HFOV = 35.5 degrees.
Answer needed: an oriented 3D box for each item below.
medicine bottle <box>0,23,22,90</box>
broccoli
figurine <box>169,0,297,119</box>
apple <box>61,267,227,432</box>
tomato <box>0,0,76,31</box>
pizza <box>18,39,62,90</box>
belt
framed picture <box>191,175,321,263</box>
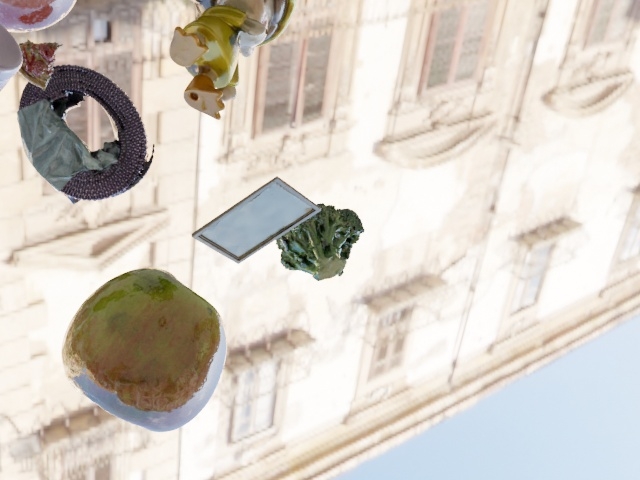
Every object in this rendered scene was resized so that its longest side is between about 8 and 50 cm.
[{"bbox_3d":[-0.562,-0.218,1.479,0.133,0.250,0.133,37,-152,-23],"label":"medicine bottle"},{"bbox_3d":[0.000,0.000,2.027,0.195,0.195,0.156,-4,-147,-18],"label":"broccoli"},{"bbox_3d":[-0.148,-0.366,1.621,0.187,0.215,0.343,14,-134,7],"label":"figurine"},{"bbox_3d":[-0.258,0.161,1.516,0.246,0.246,0.226,25,-101,22],"label":"apple"},{"bbox_3d":[-0.657,-0.588,2.177,0.270,0.270,0.227,5,-179,-5],"label":"tomato"},{"bbox_3d":[-0.569,-0.356,1.961,0.099,0.100,0.029,21,-168,-14],"label":"pizza"},{"bbox_3d":[-0.529,-0.241,2.235,0.260,0.324,0.122,-35,-169,-2],"label":"belt"},{"bbox_3d":[-0.116,-0.034,1.819,0.136,0.201,0.010,35,-150,-46],"label":"framed picture"}]
